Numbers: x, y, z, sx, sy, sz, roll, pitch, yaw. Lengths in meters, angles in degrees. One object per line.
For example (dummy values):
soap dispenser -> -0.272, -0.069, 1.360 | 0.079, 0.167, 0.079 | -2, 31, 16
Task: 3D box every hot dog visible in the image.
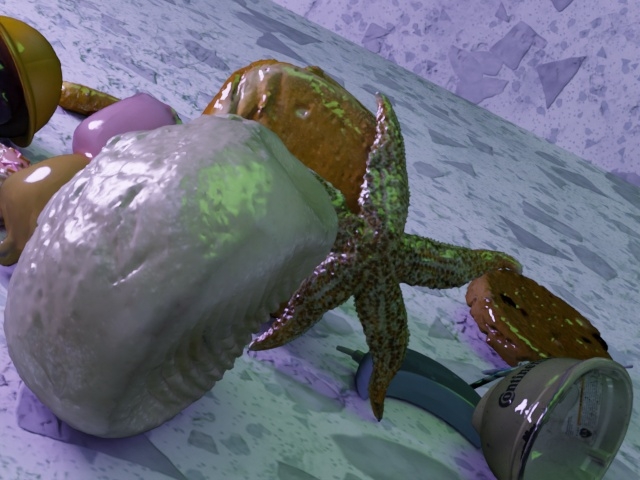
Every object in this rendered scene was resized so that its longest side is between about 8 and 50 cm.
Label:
hot dog -> -0.316, -0.197, 2.049 | 0.215, 0.047, 0.066 | 17, -15, -35

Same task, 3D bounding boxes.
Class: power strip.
power strip -> 0.117, 0.185, 1.688 | 0.216, 0.044, 0.137 | 25, 19, -14

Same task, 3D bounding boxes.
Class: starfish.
starfish -> 0.040, 0.014, 1.582 | 0.358, 0.347, 0.078 | 40, -3, -5

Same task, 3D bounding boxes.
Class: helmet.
helmet -> 0.254, 0.224, 1.595 | 0.137, 0.204, 0.257 | 21, 26, 36

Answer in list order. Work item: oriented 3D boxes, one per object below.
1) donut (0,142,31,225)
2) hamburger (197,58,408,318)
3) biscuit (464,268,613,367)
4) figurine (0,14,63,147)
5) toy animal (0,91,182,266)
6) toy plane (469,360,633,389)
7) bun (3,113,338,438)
donut -> -0.386, -0.065, 1.571 | 0.117, 0.065, 0.166 | 31, 20, 6
hamburger -> -0.046, -0.059, 1.693 | 0.284, 0.304, 0.174 | 42, 9, 6
biscuit -> 0.342, 0.152, 2.061 | 0.296, 0.075, 0.296 | 30, 20, -13
figurine -> -0.455, -0.217, 1.714 | 0.256, 0.167, 0.192 | 6, 43, -46
toy animal -> -0.243, -0.051, 1.498 | 0.169, 0.281, 0.195 | 49, -20, -4
toy plane -> 0.313, 0.218, 1.822 | 0.182, 0.107, 0.273 | -5, -6, 27
bun -> -0.158, 0.021, 1.298 | 0.227, 0.352, 0.349 | 44, -17, 10
